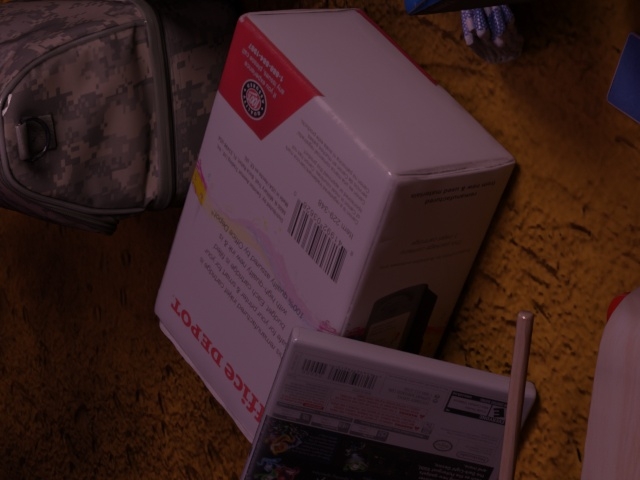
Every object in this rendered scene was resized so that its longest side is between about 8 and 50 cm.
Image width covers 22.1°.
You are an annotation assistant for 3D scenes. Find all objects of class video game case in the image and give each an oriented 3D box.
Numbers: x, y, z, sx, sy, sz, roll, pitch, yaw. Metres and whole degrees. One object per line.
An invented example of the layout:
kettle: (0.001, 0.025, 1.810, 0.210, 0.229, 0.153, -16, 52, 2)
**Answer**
video game case: (0.047, 0.156, 1.258, 0.022, 0.190, 0.173, -88, 14, -55)

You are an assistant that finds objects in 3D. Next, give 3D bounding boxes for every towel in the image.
towel: (0.100, -0.261, 1.103, 0.034, 0.209, 0.285, -8, 90, 9)

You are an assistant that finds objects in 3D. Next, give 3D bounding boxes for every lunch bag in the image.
lunch bag: (-0.248, -0.123, 1.516, 0.305, 0.256, 0.213, 15, 110, 52)

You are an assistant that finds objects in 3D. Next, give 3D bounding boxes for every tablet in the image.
tablet: (0.226, -0.097, 1.088, 0.083, 0.006, 0.054, 42, 129, 39)

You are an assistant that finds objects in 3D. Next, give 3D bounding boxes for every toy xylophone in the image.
toy xylophone: (0.220, 0.162, 1.091, 0.236, 0.081, 0.323, 37, 126, 44)

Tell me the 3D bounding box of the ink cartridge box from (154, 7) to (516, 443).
ink cartridge box: (0.000, 0.000, 1.314, 0.226, 0.131, 0.306, 49, 135, 35)

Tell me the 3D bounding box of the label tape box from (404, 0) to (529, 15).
label tape box: (0.194, -0.263, 0.869, 0.106, 0.333, 0.241, 169, 91, -77)
